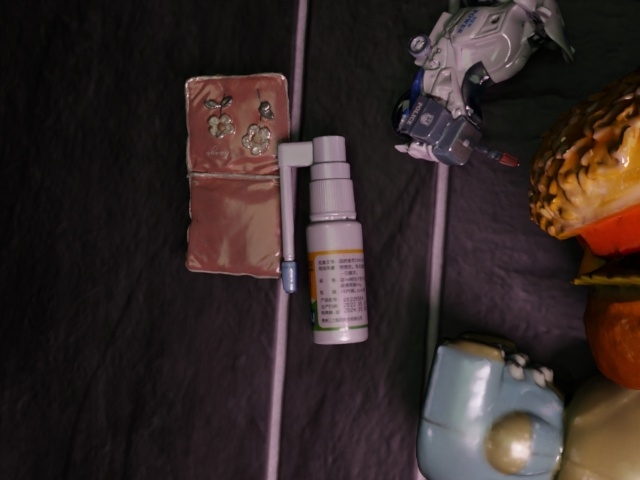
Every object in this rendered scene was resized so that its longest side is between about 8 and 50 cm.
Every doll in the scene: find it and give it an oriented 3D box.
[{"bbox_3d":[0.226,0.183,0.679,0.261,0.177,0.161,12,89,20],"label":"doll"}]

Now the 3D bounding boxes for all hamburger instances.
[{"bbox_3d":[0.332,-0.038,0.574,0.330,0.330,0.250,-17,88,17],"label":"hamburger"}]

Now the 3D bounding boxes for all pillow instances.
[{"bbox_3d":[-0.092,-0.073,0.852,0.126,0.043,0.232,-1,89,14],"label":"pillow"}]

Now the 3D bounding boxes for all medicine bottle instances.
[{"bbox_3d":[0.000,0.000,0.810,0.092,0.061,0.220,-4,87,12],"label":"medicine bottle"}]

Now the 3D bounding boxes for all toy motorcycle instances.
[{"bbox_3d":[0.163,-0.171,0.749,0.150,0.102,0.221,34,97,36],"label":"toy motorcycle"}]
